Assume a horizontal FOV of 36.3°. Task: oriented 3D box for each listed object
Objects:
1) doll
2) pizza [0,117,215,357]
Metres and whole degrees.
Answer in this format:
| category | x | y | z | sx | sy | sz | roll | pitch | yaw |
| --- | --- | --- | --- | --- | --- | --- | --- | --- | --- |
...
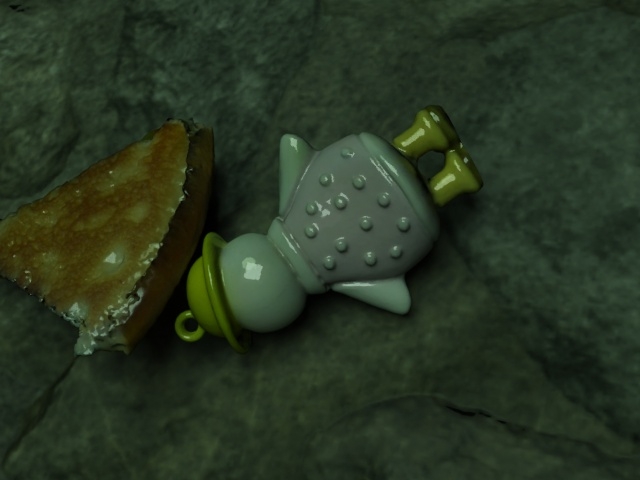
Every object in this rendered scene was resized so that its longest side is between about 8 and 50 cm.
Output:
| category | x | y | z | sx | sy | sz | roll | pitch | yaw |
| --- | --- | --- | --- | --- | --- | --- | --- | --- | --- |
| doll | 0.000 | 0.000 | 0.583 | 0.207 | 0.081 | 0.129 | -34 | 91 | 4 |
| pizza | -0.156 | 0.002 | 0.642 | 0.195 | 0.052 | 0.185 | -4 | 51 | 30 |
